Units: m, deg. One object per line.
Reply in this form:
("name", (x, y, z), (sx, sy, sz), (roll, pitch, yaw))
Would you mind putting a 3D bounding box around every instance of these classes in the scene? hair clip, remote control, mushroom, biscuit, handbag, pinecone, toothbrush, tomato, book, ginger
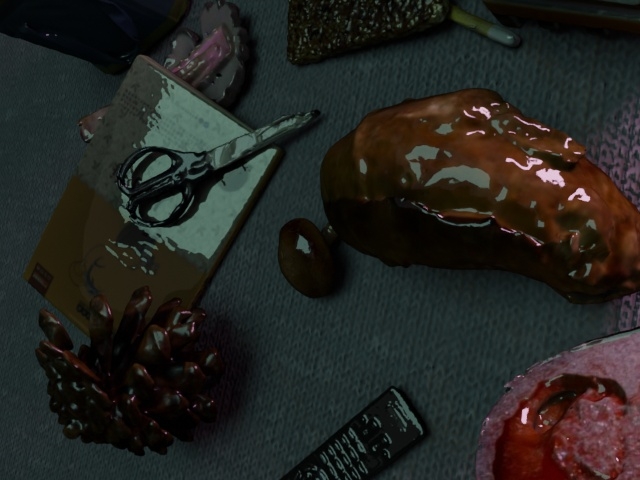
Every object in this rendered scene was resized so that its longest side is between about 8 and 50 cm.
("hair clip", (-0.223, -0.226, 0.923), (0.300, 0.069, 0.173), (-27, 69, 18))
("remote control", (0.013, 0.249, 0.669), (0.245, 0.025, 0.063), (-45, 58, 21))
("mushroom", (-0.010, -0.002, 0.713), (0.088, 0.073, 0.129), (17, 88, 69))
("biscuit", (0.046, -0.293, 0.741), (0.237, 0.026, 0.131), (-1, 88, 44))
("handbag", (-0.374, -0.411, 0.972), (0.263, 0.241, 0.222), (-21, 69, 32))
("pinecone", (-0.220, 0.154, 0.754), (0.201, 0.228, 0.202), (-25, 48, -17))
("toothbrush", (0.111, -0.276, 0.712), (0.288, 0.021, 0.024), (44, 118, 35))
("tomato", (0.238, 0.166, 0.428), (0.214, 0.155, 0.180), (-23, 31, 37))
("book", (-0.248, -0.030, 0.879), (0.269, 0.032, 0.388), (35, 102, 17))
("ginger", (0.124, -0.044, 0.562), (0.321, 0.172, 0.165), (20, 55, 39))

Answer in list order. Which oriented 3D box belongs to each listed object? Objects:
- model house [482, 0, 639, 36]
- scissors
("model house", (0.217, -0.296, 0.513), (0.224, 0.215, 0.198), (28, 96, 38))
("scissors", (-0.134, -0.105, 0.809), (0.300, 0.022, 0.109), (-21, 88, 18))
